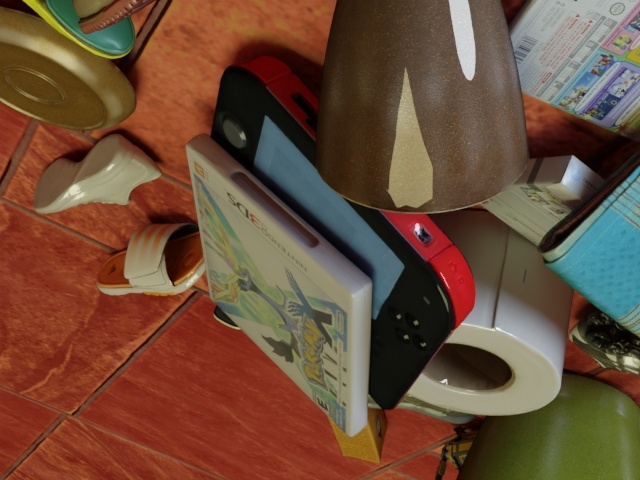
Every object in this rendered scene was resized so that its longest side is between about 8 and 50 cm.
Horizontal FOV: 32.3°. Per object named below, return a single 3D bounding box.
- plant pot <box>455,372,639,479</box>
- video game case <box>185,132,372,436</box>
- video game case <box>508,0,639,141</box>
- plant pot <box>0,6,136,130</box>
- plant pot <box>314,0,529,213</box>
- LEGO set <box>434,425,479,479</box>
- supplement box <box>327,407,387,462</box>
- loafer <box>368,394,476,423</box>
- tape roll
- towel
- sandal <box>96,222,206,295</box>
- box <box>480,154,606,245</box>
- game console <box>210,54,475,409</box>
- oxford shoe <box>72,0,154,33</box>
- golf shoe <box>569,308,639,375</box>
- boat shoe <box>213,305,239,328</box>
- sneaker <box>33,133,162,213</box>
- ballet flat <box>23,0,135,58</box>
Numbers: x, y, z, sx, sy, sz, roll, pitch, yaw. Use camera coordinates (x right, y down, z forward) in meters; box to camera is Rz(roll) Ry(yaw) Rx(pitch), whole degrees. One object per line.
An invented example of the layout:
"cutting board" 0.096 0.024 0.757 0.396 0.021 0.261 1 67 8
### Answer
"plant pot" 0.351 0.404 1.665 0.366 0.353 0.366 11 147 8
"video game case" -0.050 0.063 1.372 0.300 0.036 0.329 42 154 28
"video game case" 0.287 -0.194 1.082 0.193 0.023 0.212 21 147 -8
"plant pot" -0.334 -0.193 1.308 0.236 0.032 0.236 16 158 7
"plant pot" 0.093 -0.181 1.046 0.215 0.215 0.230 6 127 15
"LEGO set" 0.270 0.497 1.915 0.254 0.331 0.192 12 157 -35
"supplement box" 0.060 0.295 1.885 0.080 0.078 0.233 4 146 18
"loafer" 0.133 0.213 1.731 0.251 0.094 0.087 11 136 -1
"tape roll" 0.199 0.097 1.432 0.246 0.169 0.246 11 147 7
"towel" 0.443 0.014 1.199 0.370 0.040 0.271 34 110 -28
"sandal" -0.257 0.026 1.590 0.265 0.102 0.076 -12 139 41
"box" 0.266 -0.041 1.256 0.145 0.038 0.186 33 165 -24
"game console" 0.000 0.000 1.294 0.386 0.060 0.342 49 150 14
"oxford shoe" -0.154 -0.314 1.035 0.130 0.123 0.348 50 137 -10
"golf shoe" 0.434 0.150 1.516 0.198 0.077 0.094 28 161 -11
"boat shoe" -0.103 0.119 1.722 0.133 0.049 0.042 16 121 13
"sneaker" -0.303 -0.072 1.491 0.212 0.080 0.094 -17 147 40
"ballet flat" -0.296 -0.280 1.176 0.231 0.077 0.077 39 163 -28
